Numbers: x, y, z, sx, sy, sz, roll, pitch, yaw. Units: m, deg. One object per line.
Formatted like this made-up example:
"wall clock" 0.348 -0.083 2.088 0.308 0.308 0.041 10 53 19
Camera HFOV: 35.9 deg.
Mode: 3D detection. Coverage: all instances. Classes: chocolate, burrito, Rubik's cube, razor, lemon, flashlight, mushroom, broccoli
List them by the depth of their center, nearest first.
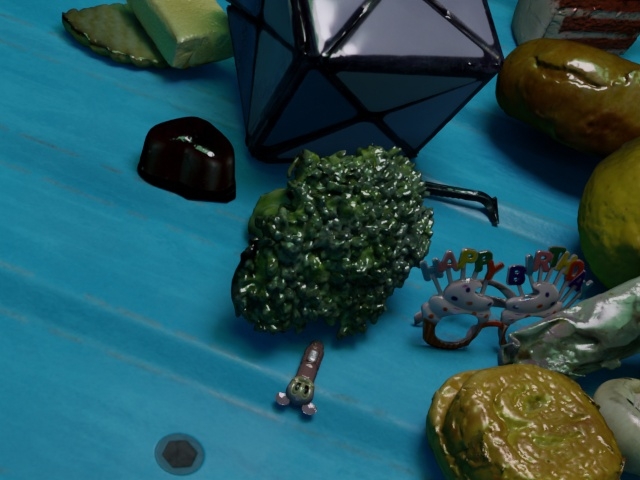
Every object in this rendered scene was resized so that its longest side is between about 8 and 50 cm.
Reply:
"mushroom" 0.395 0.224 1.185 0.154 0.122 0.154 33 19 -13
"flashlight" -0.016 0.161 1.186 0.052 0.031 0.110 20 41 2
"burrito" 0.372 0.114 1.274 0.309 0.066 0.096 -24 81 -6
"broccoli" 0.000 0.000 1.282 0.288 0.248 0.245 -5 4 -25
"chocolate" -0.176 -0.128 1.412 0.148 0.080 0.125 21 41 6
"lemon" 0.505 -0.034 1.430 0.253 0.253 0.310 34 39 18
"Rubik's cube" 0.043 -0.307 1.461 0.310 0.305 0.307 -2 71 -25
"razor" 0.187 -0.076 1.521 0.190 0.033 0.066 14 40 -4

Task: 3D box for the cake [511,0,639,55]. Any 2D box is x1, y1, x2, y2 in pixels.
"cake" 0.506 -0.457 1.965 0.262 0.158 0.159 -6 47 -28

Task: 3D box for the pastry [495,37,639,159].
"pastry" 0.460 -0.233 1.640 0.356 0.164 0.356 17 17 -5

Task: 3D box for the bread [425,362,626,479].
"bread" 0.229 0.239 1.122 0.198 0.120 0.236 -9 47 -25

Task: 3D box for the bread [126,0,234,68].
"bread" -0.224 -0.363 1.610 0.125 0.068 0.188 -14 54 -34

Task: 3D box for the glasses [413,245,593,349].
"glasses" 0.231 0.059 1.292 0.255 0.162 0.095 1 40 -19

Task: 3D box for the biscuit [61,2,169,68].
"biscuit" -0.277 -0.346 1.648 0.273 0.036 0.187 -20 53 -36
